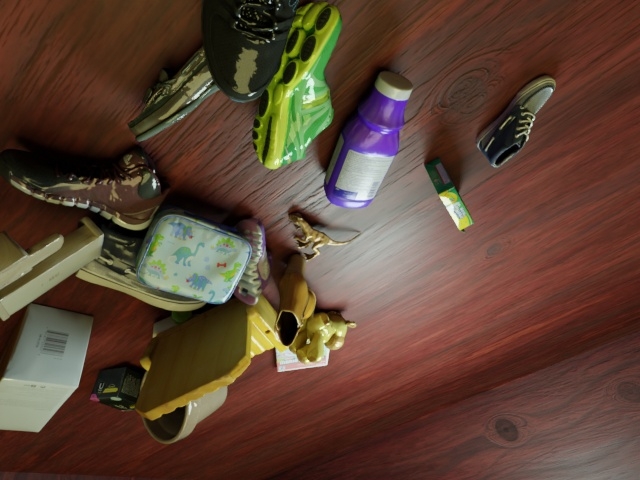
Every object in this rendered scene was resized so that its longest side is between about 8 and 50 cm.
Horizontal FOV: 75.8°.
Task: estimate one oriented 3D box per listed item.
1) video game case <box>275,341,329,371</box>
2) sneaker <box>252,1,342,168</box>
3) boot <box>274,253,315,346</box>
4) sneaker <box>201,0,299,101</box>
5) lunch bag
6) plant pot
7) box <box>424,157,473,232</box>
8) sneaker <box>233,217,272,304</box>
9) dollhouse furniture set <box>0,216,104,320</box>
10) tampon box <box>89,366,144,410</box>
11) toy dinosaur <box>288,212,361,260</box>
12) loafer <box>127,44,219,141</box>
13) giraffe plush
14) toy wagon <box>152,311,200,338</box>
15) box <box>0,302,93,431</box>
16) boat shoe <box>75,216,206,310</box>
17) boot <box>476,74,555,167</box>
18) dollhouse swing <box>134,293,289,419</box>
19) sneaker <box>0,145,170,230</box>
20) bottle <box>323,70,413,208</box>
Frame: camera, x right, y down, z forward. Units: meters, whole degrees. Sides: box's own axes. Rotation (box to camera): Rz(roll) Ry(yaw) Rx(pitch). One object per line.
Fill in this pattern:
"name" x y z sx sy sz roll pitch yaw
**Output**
"video game case" -0.066 0.411 1.541 0.203 0.025 0.285 -5 139 -8
"sneaker" -0.034 -0.262 0.719 0.123 0.109 0.296 -15 145 -40
"boot" -0.078 0.203 1.137 0.104 0.211 0.295 4 137 5
"sneaker" -0.079 -0.338 0.520 0.124 0.140 0.341 7 123 -20
"lunch bag" -0.272 0.032 0.897 0.218 0.090 0.176 21 99 -30
"plant pot" -0.460 0.536 1.439 0.263 0.263 0.229 -36 159 26
"box" 0.309 -0.101 0.972 0.043 0.105 0.179 -27 139 18
"sneaker" -0.167 0.043 1.041 0.095 0.104 0.237 21 123 23
"dollhouse furniture set" -0.558 -0.061 0.690 0.303 0.198 0.286 48 144 -5
"tampon box" -0.688 0.524 1.440 0.120 0.102 0.161 -12 142 17
"toy dinosaur" 0.000 0.000 1.045 0.211 0.064 0.112 24 127 -36
"loafer" -0.216 -0.265 0.674 0.267 0.096 0.084 -30 119 10
"giraffe plush" 0.014 0.299 1.352 0.170 0.181 0.211 14 100 -41
"toy wagon" -0.351 0.307 1.312 0.344 0.068 0.267 5 137 -20
"box" -0.804 0.366 1.153 0.168 0.215 0.345 24 128 -35
"boat shoe" -0.384 0.054 0.962 0.340 0.127 0.158 23 122 -36
"boot" 0.416 -0.240 0.850 0.069 0.086 0.190 15 133 -28
"dollhouse swing" -0.268 0.352 1.109 0.346 0.305 0.315 -26 130 4
"sneaker" -0.414 -0.134 0.769 0.162 0.107 0.281 -42 141 21
"bottle" 0.094 -0.190 0.822 0.118 0.092 0.283 3 138 -18
